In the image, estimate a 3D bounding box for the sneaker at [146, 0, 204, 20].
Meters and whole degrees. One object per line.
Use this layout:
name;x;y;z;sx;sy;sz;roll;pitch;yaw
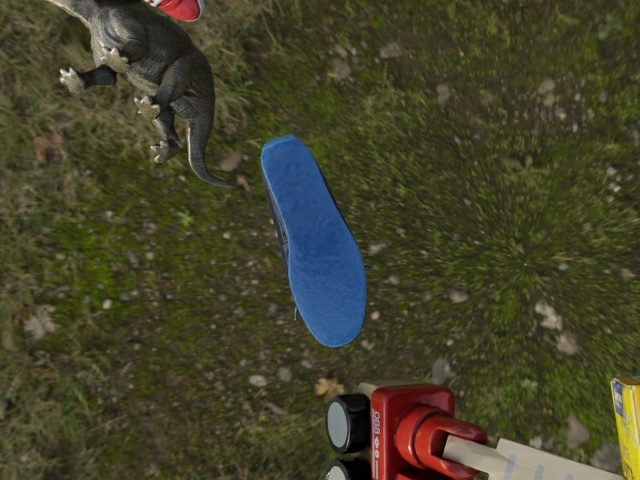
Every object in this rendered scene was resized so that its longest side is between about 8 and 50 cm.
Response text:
sneaker;-0.145;-0.211;0.698;0.042;0.067;0.118;-32;122;28

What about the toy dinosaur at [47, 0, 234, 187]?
toy dinosaur;-0.180;-0.192;0.960;0.313;0.160;0.121;40;137;-19

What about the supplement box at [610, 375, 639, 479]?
supplement box;0.599;0.269;1.163;0.356;0.194;0.195;-7;83;11

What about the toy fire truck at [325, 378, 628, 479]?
toy fire truck;0.126;0.243;0.764;0.158;0.246;0.217;1;88;-24

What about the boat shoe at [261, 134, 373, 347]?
boat shoe;0.000;0.000;1.033;0.108;0.089;0.259;-11;80;-2
